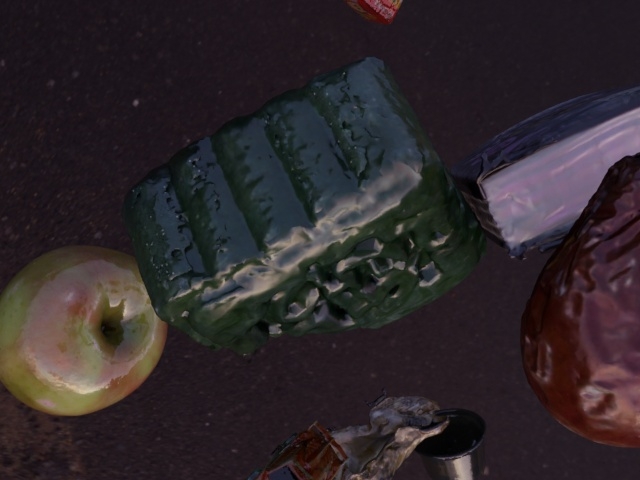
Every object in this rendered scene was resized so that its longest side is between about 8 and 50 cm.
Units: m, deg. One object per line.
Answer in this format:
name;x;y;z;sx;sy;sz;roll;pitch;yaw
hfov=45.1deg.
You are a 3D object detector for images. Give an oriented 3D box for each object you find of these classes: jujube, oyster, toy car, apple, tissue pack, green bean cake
jujube;0.254;0.045;0.623;0.168;0.168;0.236;5;102;-31
oyster;0.092;0.411;1.517;0.337;0.198;0.133;-37;116;-11
toy car;-0.024;0.209;0.680;0.059;0.035;0.122;48;28;8
apple;-0.458;0.168;1.444;0.319;0.277;0.318;8;78;-46
tissue pack;0.290;-0.094;0.898;0.260;0.361;0.122;-25;93;6
green bean cake;0.000;0.000;0.794;0.308;0.300;0.169;41;22;-60

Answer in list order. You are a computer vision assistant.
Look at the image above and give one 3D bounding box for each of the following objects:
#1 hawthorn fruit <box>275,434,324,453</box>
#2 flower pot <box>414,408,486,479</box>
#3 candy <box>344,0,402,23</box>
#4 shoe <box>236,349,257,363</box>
hawthorn fruit;-0.002;0.531;1.774;0.181;0.235;0.181;5;90;-68
flower pot;0.270;0.432;1.577;0.157;0.158;0.106;-32;118;-33
candy;0.064;-0.277;0.737;0.062;0.038;0.121;25;92;-46
shoe;-0.111;0.126;1.162;0.062;0.053;0.159;-103;176;-49
